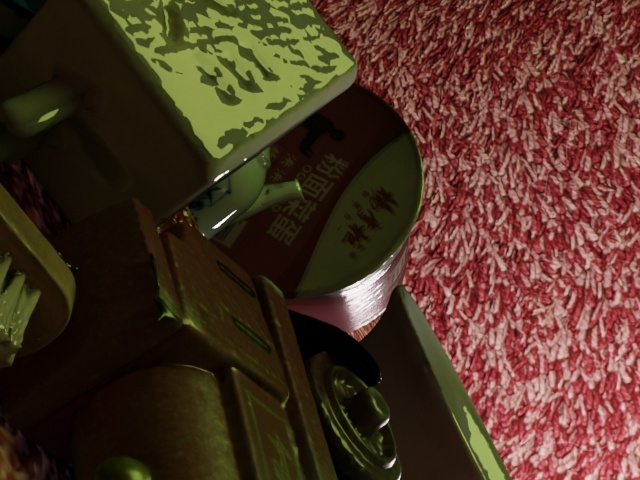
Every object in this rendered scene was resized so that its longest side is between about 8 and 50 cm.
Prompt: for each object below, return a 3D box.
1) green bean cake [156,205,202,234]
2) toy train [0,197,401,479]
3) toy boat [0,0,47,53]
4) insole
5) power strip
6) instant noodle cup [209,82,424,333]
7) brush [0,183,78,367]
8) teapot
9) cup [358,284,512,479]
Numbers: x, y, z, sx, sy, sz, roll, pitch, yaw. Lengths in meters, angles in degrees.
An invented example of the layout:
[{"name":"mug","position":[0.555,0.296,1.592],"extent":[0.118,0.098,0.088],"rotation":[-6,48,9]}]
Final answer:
[{"name":"green bean cake","position":[-0.130,-0.019,0.890],"extent":[0.135,0.056,0.136],"rotation":[62,5,-20]},{"name":"toy train","position":[-0.041,0.140,0.593],"extent":[0.221,0.150,0.304],"rotation":[42,20,-45]},{"name":"toy boat","position":[-0.212,-0.167,0.816],"extent":[0.096,0.061,0.299],"rotation":[62,5,-11]},{"name":"insole","position":[-0.056,0.045,0.757],"extent":[0.232,0.003,0.080],"rotation":[13,-36,40]},{"name":"power strip","position":[-0.108,-0.085,0.756],"extent":[0.140,0.139,0.224],"rotation":[54,45,-5]},{"name":"instant noodle cup","position":[-0.009,-0.019,1.226],"extent":[0.178,0.234,0.235],"rotation":[71,-5,-64]},{"name":"brush","position":[-0.199,-0.060,0.446],"extent":[0.327,0.070,0.065],"rotation":[58,17,-32]},{"name":"teapot","position":[-0.099,-0.084,1.025],"extent":[0.232,0.159,0.159],"rotation":[57,8,-48]},{"name":"cup","position":[0.081,0.227,1.112],"extent":[0.347,0.163,0.347],"rotation":[62,6,-12]}]
